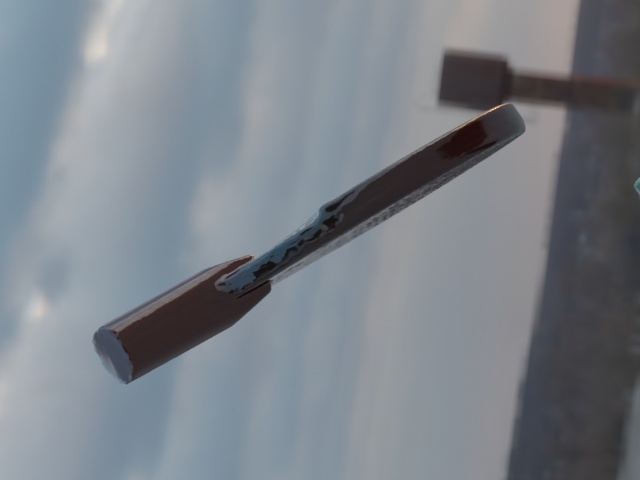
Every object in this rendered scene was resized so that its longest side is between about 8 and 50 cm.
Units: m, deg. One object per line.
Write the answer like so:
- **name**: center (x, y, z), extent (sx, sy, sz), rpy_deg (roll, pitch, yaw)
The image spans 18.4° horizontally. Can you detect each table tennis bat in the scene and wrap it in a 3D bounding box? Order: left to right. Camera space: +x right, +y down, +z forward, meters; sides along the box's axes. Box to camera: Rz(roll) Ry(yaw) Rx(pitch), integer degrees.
- **table tennis bat**: center (0.000, 0.000, 1.205), extent (0.038, 0.310, 0.200), rpy_deg (59, 153, 3)

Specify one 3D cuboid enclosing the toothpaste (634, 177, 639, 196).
- **toothpaste**: center (0.287, -0.090, 1.149), extent (0.047, 0.268, 0.069), rpy_deg (58, -144, 4)
